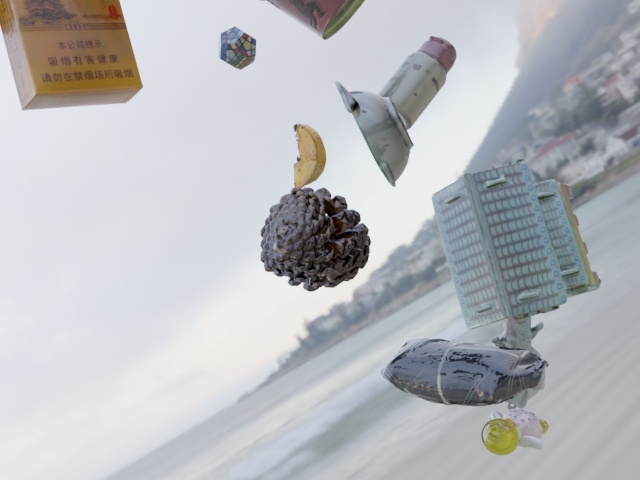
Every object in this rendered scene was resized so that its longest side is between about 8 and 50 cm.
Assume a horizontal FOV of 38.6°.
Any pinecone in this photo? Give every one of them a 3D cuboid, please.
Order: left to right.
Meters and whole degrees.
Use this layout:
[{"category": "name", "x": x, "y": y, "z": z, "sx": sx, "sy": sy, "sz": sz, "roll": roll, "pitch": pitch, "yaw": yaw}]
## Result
[{"category": "pinecone", "x": 0.003, "y": -0.002, "z": 2.114, "sx": 0.246, "sy": 0.246, "sz": 0.292, "roll": -33, "pitch": -24, "yaw": 24}]

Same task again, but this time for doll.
[{"category": "doll", "x": 0.393, "y": 0.390, "z": 1.868, "sx": 0.207, "sy": 0.129, "sz": 0.081, "roll": 3, "pitch": -67, "yaw": -51}]

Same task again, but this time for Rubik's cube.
[{"category": "Rubik's cube", "x": -0.215, "y": -0.495, "z": 2.350, "sx": 0.111, "sy": 0.111, "sz": 0.093, "roll": -30, "pitch": -38, "yaw": -2}]

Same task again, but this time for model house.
[{"category": "model house", "x": 0.299, "y": 0.010, "z": 1.423, "sx": 0.198, "sy": 0.224, "sz": 0.215, "roll": -19, "pitch": -12, "yaw": 28}]

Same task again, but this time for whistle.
[{"category": "whistle", "x": 0.434, "y": 0.246, "z": 2.040, "sx": 0.142, "sy": 0.346, "sz": 0.133, "roll": -1, "pitch": 30, "yaw": 8}]

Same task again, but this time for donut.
[{"category": "donut", "x": -0.019, "y": -0.122, "z": 1.304, "sx": 0.038, "sy": 0.083, "sz": 0.067, "roll": -10, "pitch": -20, "yaw": -44}]

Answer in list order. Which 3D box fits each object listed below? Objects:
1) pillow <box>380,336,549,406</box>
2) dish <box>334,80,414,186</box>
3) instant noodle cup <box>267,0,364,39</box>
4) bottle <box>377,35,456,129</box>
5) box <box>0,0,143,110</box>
[{"category": "pillow", "x": 0.284, "y": 0.257, "z": 1.820, "sx": 0.335, "sy": 0.092, "sz": 0.161, "roll": 1, "pitch": 34, "yaw": 36}, {"category": "dish", "x": 0.114, "y": -0.214, "z": 1.702, "sx": 0.078, "sy": 0.224, "sz": 0.246, "roll": -27, "pitch": -37, "yaw": 9}, {"category": "instant noodle cup", "x": -0.002, "y": -0.570, "z": 2.023, "sx": 0.235, "sy": 0.178, "sz": 0.235, "roll": -48, "pitch": -2, "yaw": -2}, {"category": "bottle", "x": 0.225, "y": -0.370, "z": 2.104, "sx": 0.233, "sy": 0.110, "sz": 0.110, "roll": -53, "pitch": 0, "yaw": -17}, {"category": "box", "x": -0.393, "y": -0.340, "z": 1.384, "sx": 0.174, "sy": 0.274, "sz": 0.076, "roll": -11, "pitch": -8, "yaw": -38}]
